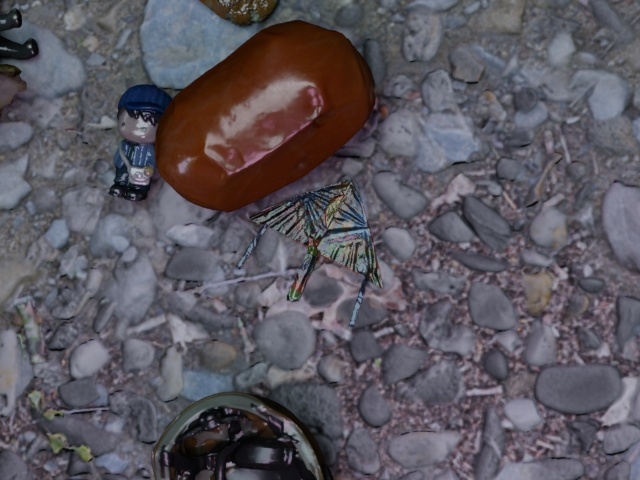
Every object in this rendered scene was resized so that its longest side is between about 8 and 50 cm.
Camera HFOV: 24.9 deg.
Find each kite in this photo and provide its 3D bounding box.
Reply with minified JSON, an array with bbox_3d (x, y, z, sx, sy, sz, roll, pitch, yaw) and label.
[{"bbox_3d":[0.000,0.000,1.679,0.182,0.010,0.160,27,89,16],"label":"kite"}]

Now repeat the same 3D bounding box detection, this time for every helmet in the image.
[{"bbox_3d":[-0.075,0.272,1.598,0.198,0.130,0.224,-25,87,13],"label":"helmet"}]

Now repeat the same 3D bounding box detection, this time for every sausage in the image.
[{"bbox_3d":[-0.066,-0.137,1.640,0.268,0.153,0.141,-33,64,9],"label":"sausage"}]

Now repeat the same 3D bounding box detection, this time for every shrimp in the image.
[{"bbox_3d":[-0.132,-0.322,1.746,0.184,0.043,0.091,27,82,9],"label":"shrimp"}]

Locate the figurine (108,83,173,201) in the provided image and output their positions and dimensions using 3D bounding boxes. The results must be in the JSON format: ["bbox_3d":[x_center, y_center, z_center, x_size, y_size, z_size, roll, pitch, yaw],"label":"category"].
[{"bbox_3d":[-0.210,-0.117,1.726,0.077,0.079,0.136,15,110,20],"label":"figurine"}]

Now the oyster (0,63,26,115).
[{"bbox_3d":[-0.502,-0.123,1.748,0.337,0.197,0.133,-38,62,24],"label":"oyster"}]

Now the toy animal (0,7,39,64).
[{"bbox_3d":[-0.425,-0.332,1.793,0.137,0.082,0.270,-15,80,10],"label":"toy animal"}]
